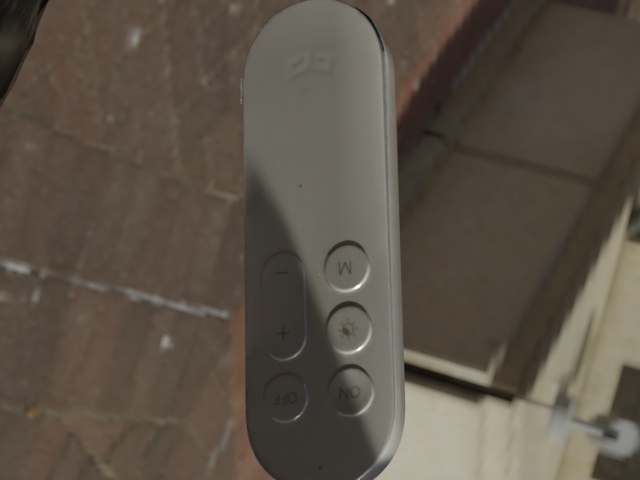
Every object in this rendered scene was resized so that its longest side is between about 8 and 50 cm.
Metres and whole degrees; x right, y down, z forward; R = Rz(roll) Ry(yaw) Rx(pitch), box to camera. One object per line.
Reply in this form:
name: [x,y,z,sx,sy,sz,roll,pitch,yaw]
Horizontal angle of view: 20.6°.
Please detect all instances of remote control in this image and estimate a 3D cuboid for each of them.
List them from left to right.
remote control: [0.000,0.000,0.846,0.022,0.077,0.245,35,51,-65]

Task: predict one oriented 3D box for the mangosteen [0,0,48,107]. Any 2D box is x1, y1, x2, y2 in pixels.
mangosteen: [-0.162,-0.089,0.338,0.216,0.216,0.216,16,90,-70]
